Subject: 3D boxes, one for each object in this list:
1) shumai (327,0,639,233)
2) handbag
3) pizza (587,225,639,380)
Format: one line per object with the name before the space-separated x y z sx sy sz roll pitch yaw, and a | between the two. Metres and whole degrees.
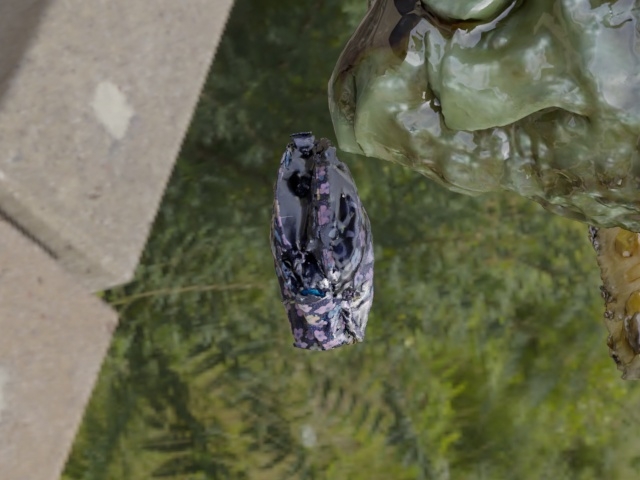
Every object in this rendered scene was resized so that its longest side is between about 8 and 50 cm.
shumai | 0.178 -0.169 1.244 0.395 0.348 0.395 -8 90 -85
handbag | 0.000 0.000 1.560 0.208 0.126 0.229 85 2 -59
pizza | 0.470 0.119 1.428 0.392 0.080 0.435 33 28 -11
